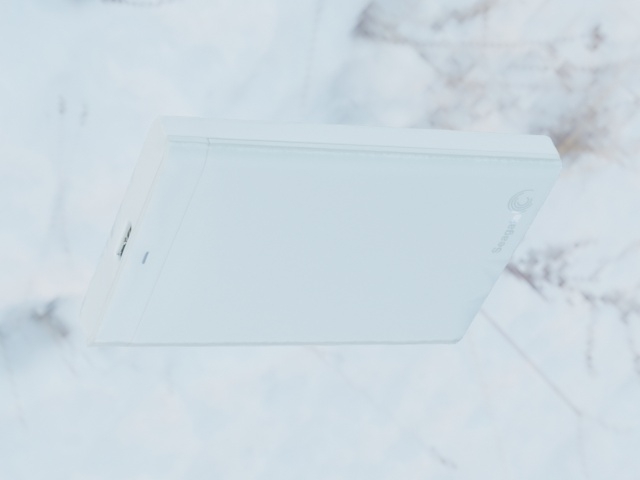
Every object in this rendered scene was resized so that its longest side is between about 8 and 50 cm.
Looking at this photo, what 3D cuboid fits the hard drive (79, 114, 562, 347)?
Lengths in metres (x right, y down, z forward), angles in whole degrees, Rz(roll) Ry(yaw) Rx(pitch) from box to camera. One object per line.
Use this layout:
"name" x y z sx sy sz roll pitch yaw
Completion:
"hard drive" 0.000 0.000 1.289 0.307 0.040 0.203 1 136 -27
